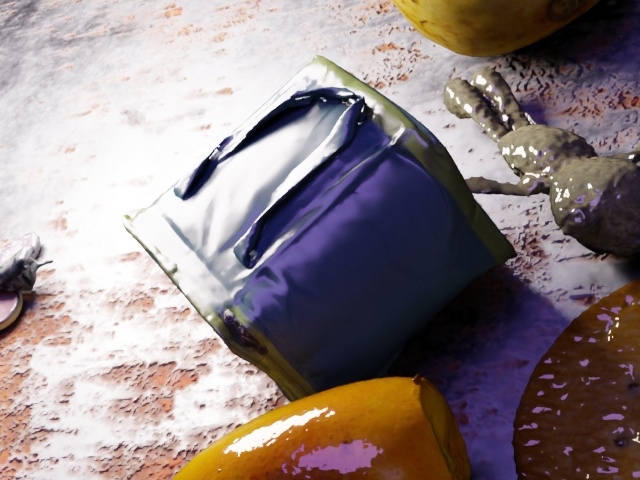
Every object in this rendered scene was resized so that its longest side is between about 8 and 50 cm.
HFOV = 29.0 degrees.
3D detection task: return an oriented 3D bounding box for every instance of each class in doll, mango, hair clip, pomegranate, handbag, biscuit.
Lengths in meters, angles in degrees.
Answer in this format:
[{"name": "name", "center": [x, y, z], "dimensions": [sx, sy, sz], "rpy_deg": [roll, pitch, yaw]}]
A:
[{"name": "doll", "center": [0.199, -0.075, 1.128], "dimensions": [0.286, 0.091, 0.203], "rpy_deg": [28, 33, 30]}, {"name": "mango", "center": [-0.017, 0.191, 0.935], "dimensions": [0.257, 0.187, 0.138], "rpy_deg": [-19, 88, 9]}, {"name": "hair clip", "center": [-0.376, 0.057, 1.363], "dimensions": [0.187, 0.056, 0.146], "rpy_deg": [-22, 45, 22]}, {"name": "pomegranate", "center": [0.177, -0.312, 1.250], "dimensions": [0.261, 0.260, 0.260], "rpy_deg": [-15, 47, 17]}, {"name": "handbag", "center": [0.000, 0.000, 1.082], "dimensions": [0.241, 0.222, 0.263], "rpy_deg": [-42, 44, -3]}, {"name": "biscuit", "center": [0.292, 0.140, 0.928], "dimensions": [0.305, 0.038, 0.305], "rpy_deg": [-16, 45, 16]}]
